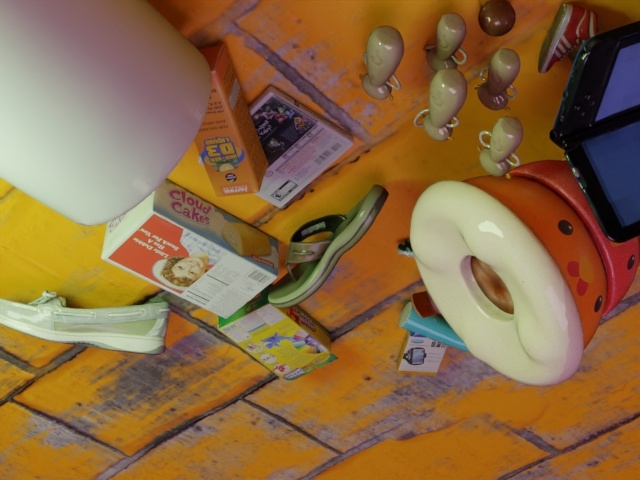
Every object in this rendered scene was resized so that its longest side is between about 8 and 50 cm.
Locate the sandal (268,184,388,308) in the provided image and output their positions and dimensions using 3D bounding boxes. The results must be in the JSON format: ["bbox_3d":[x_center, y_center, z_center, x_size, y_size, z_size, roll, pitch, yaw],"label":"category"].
[{"bbox_3d":[0.001,-0.002,1.927,0.086,0.120,0.303,35,121,-11],"label":"sandal"}]

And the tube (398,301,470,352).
[{"bbox_3d":[0.249,0.178,2.134,0.207,0.080,0.052,24,104,-11],"label":"tube"}]

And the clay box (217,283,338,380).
[{"bbox_3d":[-0.077,0.179,2.144,0.127,0.053,0.222,-27,133,23],"label":"clay box"}]

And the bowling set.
[{"bbox_3d":[0.218,-0.237,1.641,0.287,0.200,0.154,41,160,13],"label":"bowling set"}]

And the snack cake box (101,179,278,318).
[{"bbox_3d":[-0.219,0.016,1.935,0.264,0.089,0.152,29,130,-30],"label":"snack cake box"}]

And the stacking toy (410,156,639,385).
[{"bbox_3d":[0.410,-0.034,1.756,0.480,0.350,0.351,-33,141,-21],"label":"stacking toy"}]

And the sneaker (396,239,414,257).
[{"bbox_3d":[0.183,0.030,2.009,0.098,0.038,0.069,-2,136,-1],"label":"sneaker"}]

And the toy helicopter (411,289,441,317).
[{"bbox_3d":[0.293,0.106,2.037,0.234,0.140,0.355,-18,148,7],"label":"toy helicopter"}]

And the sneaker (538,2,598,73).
[{"bbox_3d":[0.368,-0.291,1.672,0.067,0.042,0.118,10,133,-9],"label":"sneaker"}]

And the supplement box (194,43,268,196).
[{"bbox_3d":[-0.151,-0.177,1.717,0.078,0.080,0.233,-7,132,15],"label":"supplement box"}]

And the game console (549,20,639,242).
[{"bbox_3d":[0.494,-0.175,1.617,0.293,0.173,0.250,-22,141,-29],"label":"game console"}]

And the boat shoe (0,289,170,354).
[{"bbox_3d":[-0.434,0.138,2.055,0.320,0.103,0.118,10,175,-9],"label":"boat shoe"}]

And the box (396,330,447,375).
[{"bbox_3d":[0.201,0.213,2.216,0.081,0.028,0.136,5,134,-8],"label":"box"}]

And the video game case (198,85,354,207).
[{"bbox_3d":[-0.072,-0.146,1.819,0.173,0.022,0.190,29,129,-30],"label":"video game case"}]

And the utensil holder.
[{"bbox_3d":[-0.378,-0.243,1.481,0.327,0.328,0.385,-30,133,26],"label":"utensil holder"}]
